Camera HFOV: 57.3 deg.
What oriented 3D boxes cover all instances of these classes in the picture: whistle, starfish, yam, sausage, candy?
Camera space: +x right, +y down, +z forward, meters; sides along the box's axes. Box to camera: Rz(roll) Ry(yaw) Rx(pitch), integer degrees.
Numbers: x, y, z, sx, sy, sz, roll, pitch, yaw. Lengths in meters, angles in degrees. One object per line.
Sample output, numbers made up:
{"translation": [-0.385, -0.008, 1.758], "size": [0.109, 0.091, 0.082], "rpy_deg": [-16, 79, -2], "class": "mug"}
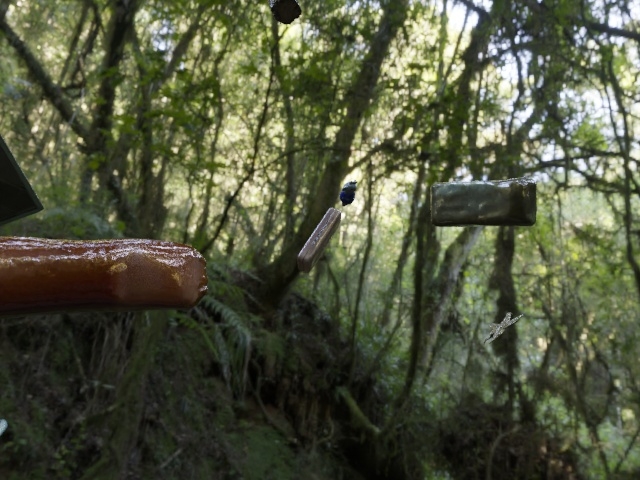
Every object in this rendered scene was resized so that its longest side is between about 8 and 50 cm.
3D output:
{"translation": [0.047, -0.082, 1.043], "size": [0.033, 0.029, 0.083], "rpy_deg": [-30, -19, -17], "class": "whistle"}
{"translation": [0.341, 0.165, 1.102], "size": [0.016, 0.092, 0.086], "rpy_deg": [49, -42, 1], "class": "starfish"}
{"translation": [-0.101, -0.626, 1.515], "size": [0.079, 0.141, 0.079], "rpy_deg": [-11, -39, -9], "class": "yam"}
{"translation": [-0.276, 0.043, 0.678], "size": [0.300, 0.089, 0.083], "rpy_deg": [2, -22, -34], "class": "sausage"}
{"translation": [0.348, -0.081, 1.271], "size": [0.102, 0.104, 0.234], "rpy_deg": [2, -1, -43], "class": "candy"}

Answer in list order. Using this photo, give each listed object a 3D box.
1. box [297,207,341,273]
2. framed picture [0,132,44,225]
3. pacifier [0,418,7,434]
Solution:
{"translation": [0.000, 0.000, 0.962], "size": [0.025, 0.115, 0.048], "rpy_deg": [24, -30, 17], "class": "box"}
{"translation": [-0.715, -0.132, 1.128], "size": [0.240, 0.020, 0.324], "rpy_deg": [-25, -39, -15], "class": "framed picture"}
{"translation": [-0.681, 0.362, 0.909], "size": [0.288, 0.343, 0.269], "rpy_deg": [-28, -82, 44], "class": "pacifier"}
